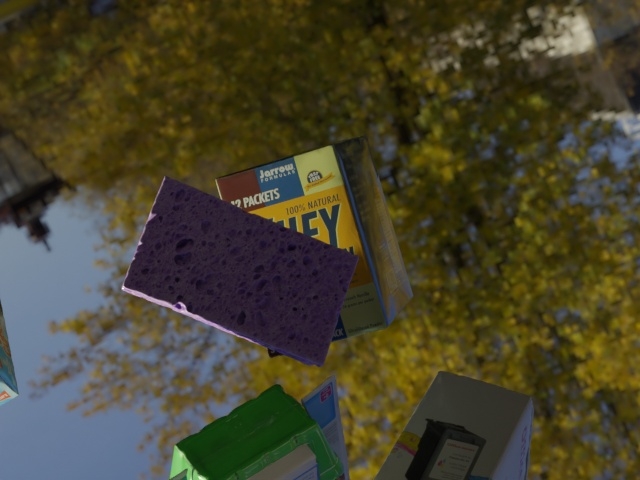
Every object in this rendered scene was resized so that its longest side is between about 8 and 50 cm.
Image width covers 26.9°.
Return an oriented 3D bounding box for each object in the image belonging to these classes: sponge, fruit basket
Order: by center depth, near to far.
[{"bbox_3d":[-0.075,0.032,1.295,0.031,0.210,0.117,149,-38,-74],"label":"sponge"},{"bbox_3d":[-0.082,0.405,2.006,0.327,0.353,0.165,-28,-140,-24],"label":"fruit basket"}]

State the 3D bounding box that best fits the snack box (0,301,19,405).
[{"bbox_3d":[-0.490,0.112,1.666,0.187,0.060,0.322,-29,-137,3],"label":"snack box"}]

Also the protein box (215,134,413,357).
[{"bbox_3d":[0.000,0.000,1.486,0.136,0.201,0.200,-16,-176,14],"label":"protein box"}]

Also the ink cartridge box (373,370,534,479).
[{"bbox_3d":[0.132,0.337,1.544,0.131,0.226,0.306,15,-139,20],"label":"ink cartridge box"}]
